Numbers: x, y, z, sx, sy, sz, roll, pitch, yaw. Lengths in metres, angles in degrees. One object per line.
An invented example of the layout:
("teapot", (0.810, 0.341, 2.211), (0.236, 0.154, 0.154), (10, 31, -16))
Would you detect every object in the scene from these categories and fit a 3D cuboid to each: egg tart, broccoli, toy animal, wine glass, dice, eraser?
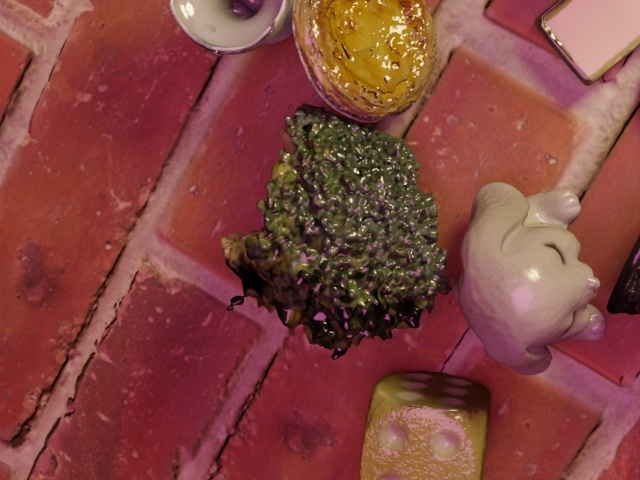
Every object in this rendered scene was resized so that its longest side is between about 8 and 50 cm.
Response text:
("egg tart", (0.052, -0.272, 1.499), (0.094, 0.234, 0.234), (-9, 100, 57))
("broccoli", (-0.008, -0.008, 1.509), (0.281, 0.293, 0.348), (-42, 66, 54))
("toy animal", (0.263, 0.065, 1.454), (0.206, 0.265, 0.272), (-9, 99, 16))
("wine glass", (-0.103, -0.332, 1.501), (0.165, 0.196, 0.165), (2, 99, 10))
("dice", (0.149, 0.287, 1.563), (0.166, 0.169, 0.169), (7, 101, 10))
("eraser", (0.385, -0.302, 1.472), (0.172, 0.058, 0.117), (-40, 89, 15))

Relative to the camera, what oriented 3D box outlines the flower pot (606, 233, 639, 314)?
("flower pot", (0.526, 0.065, 1.412), (0.267, 0.266, 0.266), (26, 104, 19))
